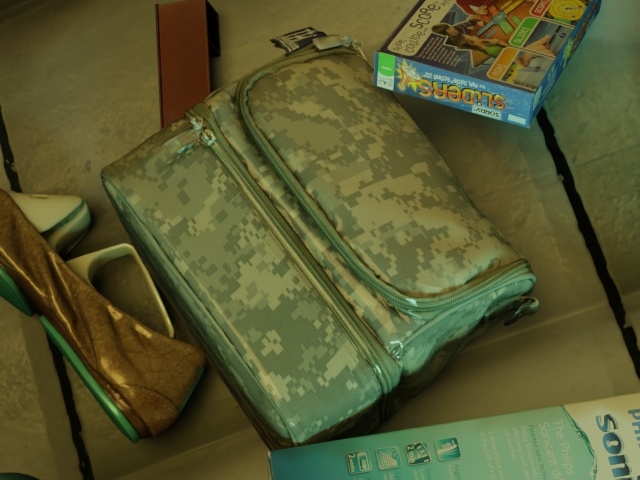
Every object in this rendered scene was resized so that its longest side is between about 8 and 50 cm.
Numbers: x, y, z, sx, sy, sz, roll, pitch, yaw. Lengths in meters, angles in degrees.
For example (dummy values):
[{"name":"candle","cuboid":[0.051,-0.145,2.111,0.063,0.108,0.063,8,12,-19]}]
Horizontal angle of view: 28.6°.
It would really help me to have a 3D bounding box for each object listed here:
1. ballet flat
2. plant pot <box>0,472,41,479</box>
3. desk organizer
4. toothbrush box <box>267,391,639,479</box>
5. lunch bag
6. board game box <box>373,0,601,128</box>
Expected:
[{"name":"ballet flat","cuboid":[-0.232,0.034,1.152,0.342,0.116,0.124,41,70,20]},{"name":"plant pot","cuboid":[-0.171,0.341,0.881,0.235,0.293,0.293,16,82,23]},{"name":"desk organizer","cuboid":[-0.123,-0.161,1.190,0.050,0.047,0.130,-7,76,12]},{"name":"toothbrush box","cuboid":[0.122,0.251,0.917,0.295,0.126,0.216,-10,58,-4]},{"name":"lunch bag","cuboid":[0.000,0.000,1.043,0.256,0.212,0.305,-33,71,-11]},{"name":"board game box","cuboid":[0.146,-0.178,1.061,0.136,0.035,0.201,19,44,19]}]
